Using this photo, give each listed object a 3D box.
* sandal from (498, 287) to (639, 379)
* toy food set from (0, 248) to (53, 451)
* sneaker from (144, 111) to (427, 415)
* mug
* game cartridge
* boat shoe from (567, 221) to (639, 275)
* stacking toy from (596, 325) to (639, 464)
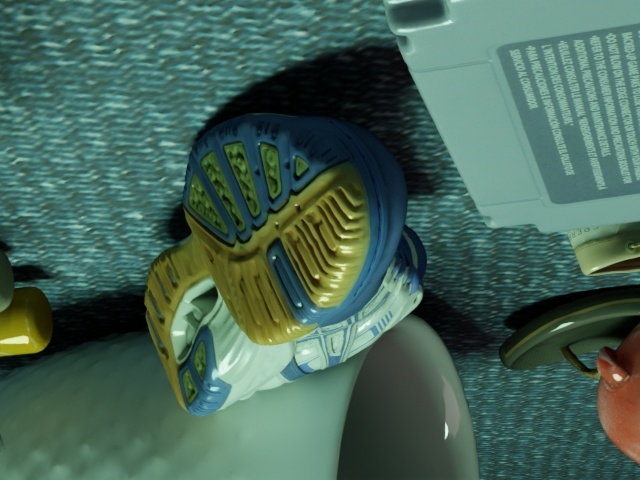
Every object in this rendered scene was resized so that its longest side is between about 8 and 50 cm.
[{"bbox_3d":[0.225,0.068,1.219,0.219,0.060,0.090,-8,161,13],"label":"sandal"},{"bbox_3d":[-0.233,0.067,0.997,0.104,0.111,0.232,-7,-155,13],"label":"toy food set"},{"bbox_3d":[0.000,0.000,0.944,0.131,0.112,0.296,-16,169,-21],"label":"sneaker"},{"bbox_3d":[-0.096,0.234,1.177,0.328,0.374,0.276,-3,158,23],"label":"mug"},{"bbox_3d":[0.144,-0.075,0.780,0.196,0.060,0.294,-4,163,12],"label":"game cartridge"},{"bbox_3d":[0.206,0.004,1.018,0.170,0.059,0.063,5,160,-25],"label":"boat shoe"},{"bbox_3d":[0.300,0.062,1.119,0.279,0.130,0.309,-48,158,4],"label":"stacking toy"}]
